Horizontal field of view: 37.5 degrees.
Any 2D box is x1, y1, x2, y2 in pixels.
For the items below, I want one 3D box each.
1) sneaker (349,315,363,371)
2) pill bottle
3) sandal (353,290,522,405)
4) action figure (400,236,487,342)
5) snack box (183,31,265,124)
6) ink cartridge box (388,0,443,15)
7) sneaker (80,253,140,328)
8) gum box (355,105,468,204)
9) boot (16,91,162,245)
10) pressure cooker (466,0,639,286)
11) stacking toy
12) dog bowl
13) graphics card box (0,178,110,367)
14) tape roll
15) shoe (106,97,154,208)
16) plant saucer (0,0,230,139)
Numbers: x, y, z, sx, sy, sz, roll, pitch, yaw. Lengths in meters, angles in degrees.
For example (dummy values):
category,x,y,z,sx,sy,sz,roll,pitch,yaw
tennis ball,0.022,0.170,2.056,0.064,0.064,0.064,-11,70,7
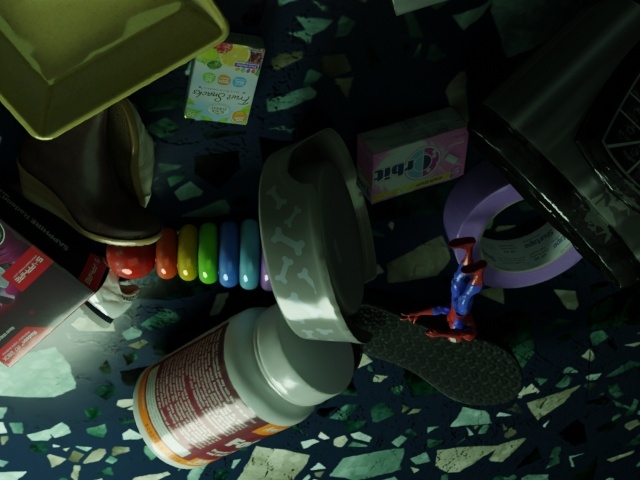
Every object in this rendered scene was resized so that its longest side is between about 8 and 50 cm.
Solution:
category,x,y,z,sx,sy,sz,roll,pitch,yaw
sneaker,0.012,0.127,1.758,0.106,0.101,0.267,7,112,27
pill bottle,-0.142,0.257,1.726,0.392,0.224,0.224,-31,133,34
sandal,0.227,0.199,1.911,0.446,0.107,0.167,27,124,-18
action figure,0.222,0.116,1.716,0.139,0.091,0.280,-15,143,-4
snack box,-0.147,-0.247,1.433,0.100,0.037,0.141,6,131,-17
ink cartridge box,0.132,-0.429,1.310,0.109,0.062,0.209,-16,134,2
sneaker,-0.416,0.052,1.634,0.095,0.090,0.235,-41,131,0
gum box,0.156,-0.143,1.559,0.188,0.062,0.107,-18,137,-16
boot,-0.344,-0.112,1.437,0.248,0.090,0.207,22,124,2
pressure cooker,0.473,-0.192,1.391,0.420,0.375,0.370,-43,143,7
stacking toy,-0.200,0.024,1.625,0.330,0.141,0.141,0,133,-4
dog bowl,0.000,0.000,1.504,0.102,0.348,0.348,-11,135,15
graphics card box,-0.551,0.012,1.481,0.233,0.094,0.371,-38,112,22
tape roll,0.367,-0.039,1.713,0.275,0.090,0.274,-6,133,-7
shoe,-0.303,-0.139,1.492,0.077,0.058,0.219,20,133,20
plant saucer,-0.342,-0.340,1.257,0.333,0.081,0.332,-27,126,12
